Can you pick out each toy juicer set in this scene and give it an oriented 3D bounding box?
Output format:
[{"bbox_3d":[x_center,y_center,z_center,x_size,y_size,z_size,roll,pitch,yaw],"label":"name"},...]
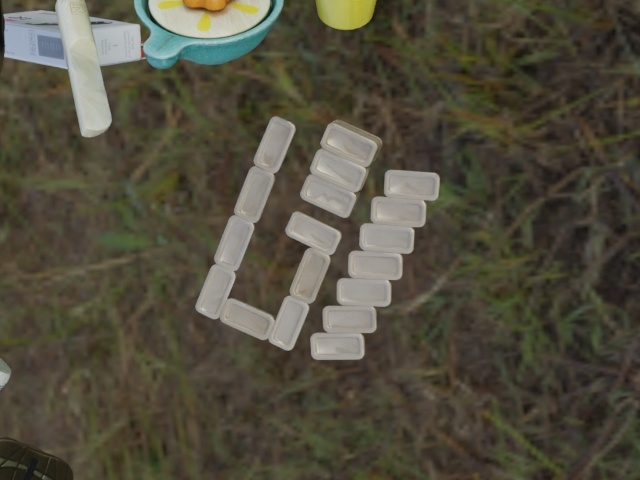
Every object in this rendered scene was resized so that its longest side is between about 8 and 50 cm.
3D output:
[{"bbox_3d":[-0.122,-0.234,1.388,0.209,0.329,0.089,46,151,35],"label":"toy juicer set"}]

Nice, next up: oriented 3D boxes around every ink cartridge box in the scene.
[{"bbox_3d":[-0.350,-0.309,2.275,0.275,0.239,0.060,16,114,47],"label":"ink cartridge box"}]

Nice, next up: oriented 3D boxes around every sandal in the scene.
[{"bbox_3d":[-0.393,0.308,1.971,0.060,0.219,0.090,17,74,33],"label":"sandal"}]

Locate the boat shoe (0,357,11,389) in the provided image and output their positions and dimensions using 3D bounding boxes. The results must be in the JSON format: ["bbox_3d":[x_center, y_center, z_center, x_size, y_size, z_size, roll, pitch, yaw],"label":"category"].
[{"bbox_3d":[-0.502,0.147,1.896,0.081,0.227,0.079,-57,24,7],"label":"boat shoe"}]

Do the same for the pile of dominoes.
[{"bbox_3d":[0.000,0.000,1.626,0.196,0.040,0.251,25,104,7],"label":"pile of dominoes"}]

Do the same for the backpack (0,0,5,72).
[{"bbox_3d":[-0.365,-0.083,0.709,0.290,0.355,0.273,-81,-15,-45],"label":"backpack"}]
